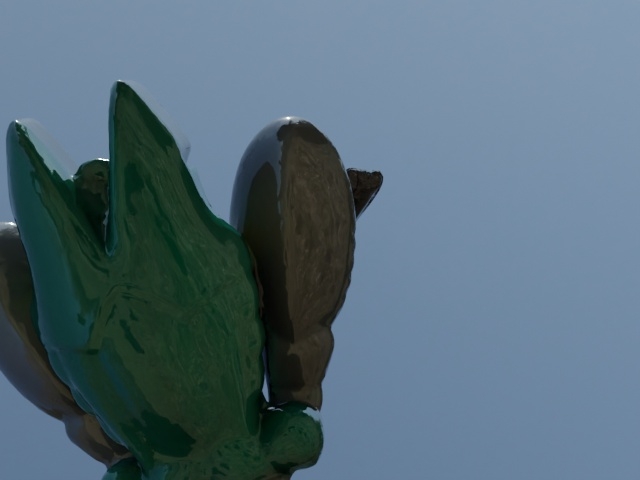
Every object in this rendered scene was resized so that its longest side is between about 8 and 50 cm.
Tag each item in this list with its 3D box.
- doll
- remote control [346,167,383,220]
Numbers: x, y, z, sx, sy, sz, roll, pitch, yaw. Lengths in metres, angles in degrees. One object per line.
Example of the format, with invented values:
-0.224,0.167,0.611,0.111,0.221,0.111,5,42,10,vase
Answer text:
-0.086,0.052,0.935,0.153,0.195,0.258,-100,16,-85,doll
0.000,0.000,1.028,0.039,0.096,0.014,2,-140,-54,remote control
